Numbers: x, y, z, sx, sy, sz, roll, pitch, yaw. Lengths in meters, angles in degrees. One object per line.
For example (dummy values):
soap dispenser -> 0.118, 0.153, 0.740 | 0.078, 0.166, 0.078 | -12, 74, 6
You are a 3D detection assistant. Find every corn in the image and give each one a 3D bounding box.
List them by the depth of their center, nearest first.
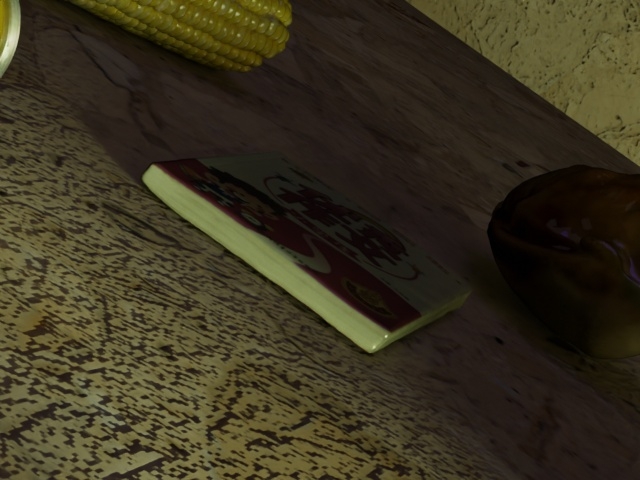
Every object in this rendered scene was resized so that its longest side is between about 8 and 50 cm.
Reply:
corn -> -0.122, -0.195, 1.314 | 0.244, 0.093, 0.093 | 21, 18, -46

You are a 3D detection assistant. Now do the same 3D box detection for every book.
book -> 0.000, 0.000, 1.063 | 0.162, 0.022, 0.232 | 37, 14, 11

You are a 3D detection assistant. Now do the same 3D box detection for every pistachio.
pistachio -> 0.194, 0.007, 1.288 | 0.165, 0.130, 0.210 | 23, 8, -30

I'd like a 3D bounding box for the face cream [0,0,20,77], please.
face cream -> -0.212, -0.092, 0.683 | 0.105, 0.105, 0.348 | 37, 13, 12
